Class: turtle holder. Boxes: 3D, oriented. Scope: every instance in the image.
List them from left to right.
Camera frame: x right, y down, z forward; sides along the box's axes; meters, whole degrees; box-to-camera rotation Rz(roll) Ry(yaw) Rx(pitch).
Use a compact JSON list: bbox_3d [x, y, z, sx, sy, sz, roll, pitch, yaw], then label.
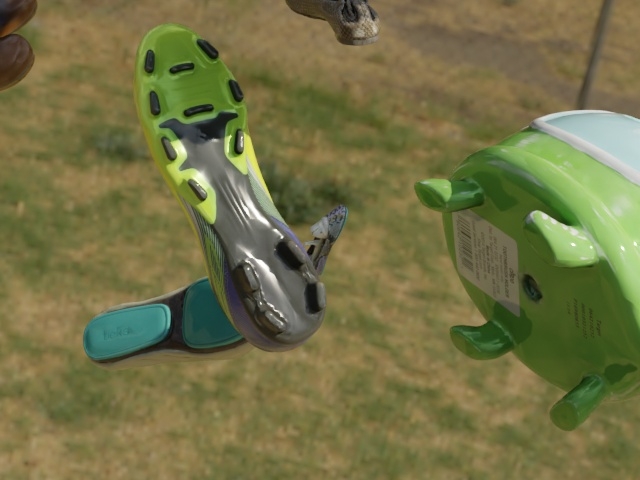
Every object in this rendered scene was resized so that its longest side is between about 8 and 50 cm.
[{"bbox_3d":[0.255,0.004,1.310,0.227,0.243,0.320,-29,12,-24],"label":"turtle holder"}]

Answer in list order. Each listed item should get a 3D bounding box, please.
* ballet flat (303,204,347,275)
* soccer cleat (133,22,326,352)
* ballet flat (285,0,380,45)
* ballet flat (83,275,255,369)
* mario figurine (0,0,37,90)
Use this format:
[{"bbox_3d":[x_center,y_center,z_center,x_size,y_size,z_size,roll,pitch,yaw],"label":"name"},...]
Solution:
[{"bbox_3d":[0.000,0.000,2.072,0.041,0.114,0.041,18,29,-10],"label":"ballet flat"},{"bbox_3d":[-0.088,-0.038,1.298,0.093,0.289,0.121,-25,0,-22],"label":"soccer cleat"},{"bbox_3d":[0.015,-0.315,2.039,0.084,0.058,0.250,-12,27,-14],"label":"ballet flat"},{"bbox_3d":[-0.120,0.084,1.511,0.248,0.086,0.086,-9,8,35],"label":"ballet flat"},{"bbox_3d":[-0.361,-0.271,1.356,0.320,0.170,0.198,41,-6,-41],"label":"mario figurine"}]
